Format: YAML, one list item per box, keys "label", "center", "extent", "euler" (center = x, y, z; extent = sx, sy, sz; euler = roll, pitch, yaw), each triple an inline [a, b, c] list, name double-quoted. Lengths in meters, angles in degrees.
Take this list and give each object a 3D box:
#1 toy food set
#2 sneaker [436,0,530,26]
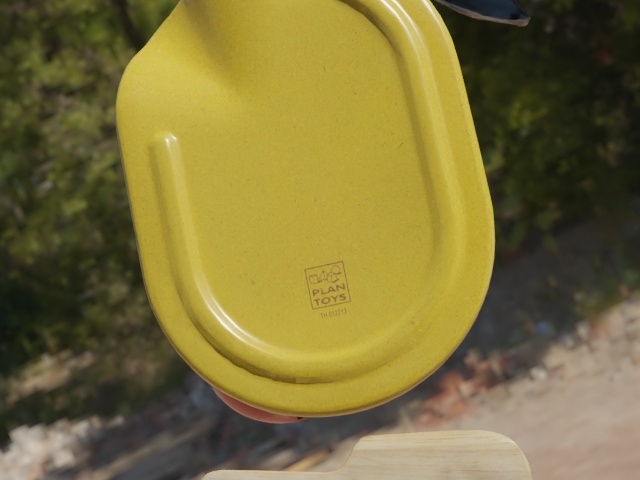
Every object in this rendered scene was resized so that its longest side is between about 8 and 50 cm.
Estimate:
- label: "toy food set"
  center: [0.000, 0.000, 0.662]
  extent: [0.128, 0.218, 0.071]
  euler: [-11, -14, 4]
- label: "sneaker"
  center: [0.020, -0.129, 0.452]
  extent: [0.051, 0.089, 0.170]
  euler: [107, 176, -48]
